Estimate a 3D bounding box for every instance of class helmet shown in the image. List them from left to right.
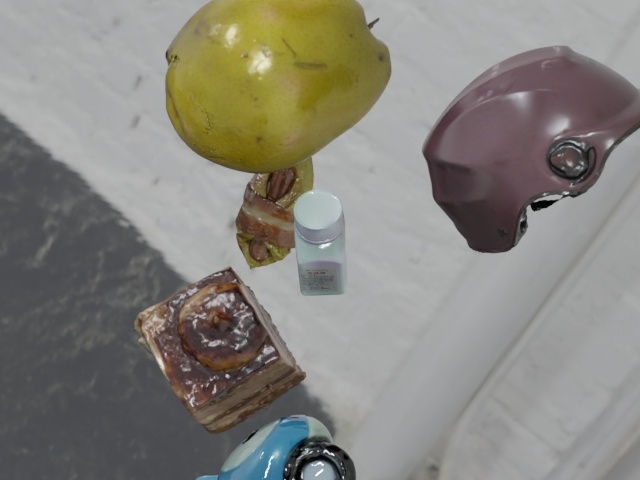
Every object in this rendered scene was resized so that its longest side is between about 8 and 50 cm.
[{"bbox_3d":[0.278,-0.150,1.787,0.197,0.338,0.271,45,24,-4],"label":"helmet"}]

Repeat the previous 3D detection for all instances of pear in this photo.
[{"bbox_3d":[-0.069,-0.245,2.004,0.336,0.285,0.285,-6,47,-28],"label":"pear"}]

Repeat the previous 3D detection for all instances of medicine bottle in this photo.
[{"bbox_3d":[0.000,0.000,1.416,0.055,0.118,0.074,-1,58,2],"label":"medicine bottle"}]

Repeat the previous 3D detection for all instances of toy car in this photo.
[{"bbox_3d":[-0.062,0.334,1.588,0.190,0.255,0.188,6,-6,-6],"label":"toy car"}]

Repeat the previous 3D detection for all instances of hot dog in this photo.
[{"bbox_3d":[-0.090,-0.043,2.360,0.123,0.261,0.093,23,32,12],"label":"hot dog"}]

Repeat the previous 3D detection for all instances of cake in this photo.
[{"bbox_3d":[-0.161,0.173,2.067,0.196,0.198,0.293,60,-1,15],"label":"cake"}]
